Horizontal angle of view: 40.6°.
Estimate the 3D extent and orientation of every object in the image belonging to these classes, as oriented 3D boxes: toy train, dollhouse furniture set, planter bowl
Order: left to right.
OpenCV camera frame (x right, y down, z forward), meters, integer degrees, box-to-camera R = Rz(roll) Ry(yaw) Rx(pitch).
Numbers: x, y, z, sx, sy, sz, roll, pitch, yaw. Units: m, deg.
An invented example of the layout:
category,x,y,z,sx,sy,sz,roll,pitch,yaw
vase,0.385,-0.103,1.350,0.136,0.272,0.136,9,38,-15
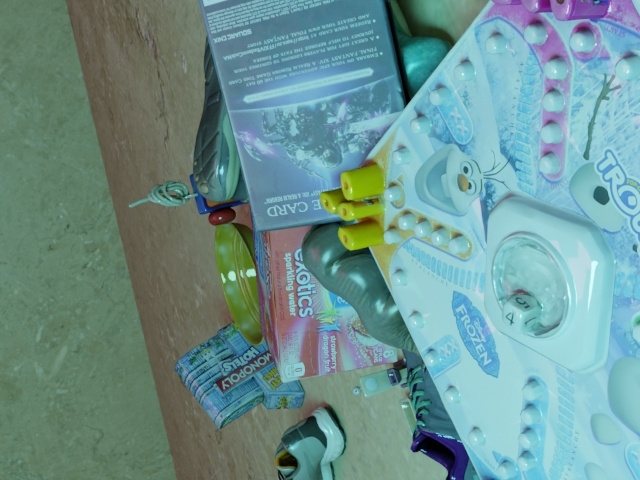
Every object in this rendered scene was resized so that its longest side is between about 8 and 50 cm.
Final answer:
category,x,y,z,sx,sy,sz,roll,pitch,yaw
toy train,-0.139,-0.080,1.251,0.143,0.248,0.105,-12,93,63
planter bowl,-0.096,0.060,1.440,0.217,0.090,0.217,46,144,49
dollhouse furniture set,0.097,0.212,1.092,0.114,0.081,0.091,71,158,10

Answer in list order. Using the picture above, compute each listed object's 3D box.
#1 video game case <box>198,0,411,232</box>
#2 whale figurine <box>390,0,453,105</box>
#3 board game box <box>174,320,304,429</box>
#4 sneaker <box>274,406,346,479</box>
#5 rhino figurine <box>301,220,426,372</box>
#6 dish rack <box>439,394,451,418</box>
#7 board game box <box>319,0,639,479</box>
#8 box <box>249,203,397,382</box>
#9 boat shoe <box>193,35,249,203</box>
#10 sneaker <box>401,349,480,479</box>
category,x,y,z,sx,sy,sz,roll,pitch,yaw
video game case,-0.009,-0.152,0.873,0.196,0.026,0.274,-8,104,25
whale figurine,0.012,-0.219,0.913,0.272,0.141,0.216,45,120,33
board game box,-0.130,0.244,1.566,0.194,0.194,0.060,46,148,24
sneaker,-0.033,0.385,1.485,0.100,0.108,0.271,55,152,36
rhino figurine,0.081,0.055,0.946,0.243,0.106,0.073,45,-175,-2
dish rack,0.212,0.101,0.761,0.333,0.072,0.285,36,137,57
board game box,0.158,0.035,0.652,0.390,0.050,0.390,65,149,17
box,0.000,0.000,1.054,0.142,0.154,0.300,-126,29,-66
boat shoe,-0.083,-0.221,1.167,0.132,0.130,0.355,8,89,64
sneaker,0.128,0.183,0.976,0.223,0.098,0.083,56,152,38
